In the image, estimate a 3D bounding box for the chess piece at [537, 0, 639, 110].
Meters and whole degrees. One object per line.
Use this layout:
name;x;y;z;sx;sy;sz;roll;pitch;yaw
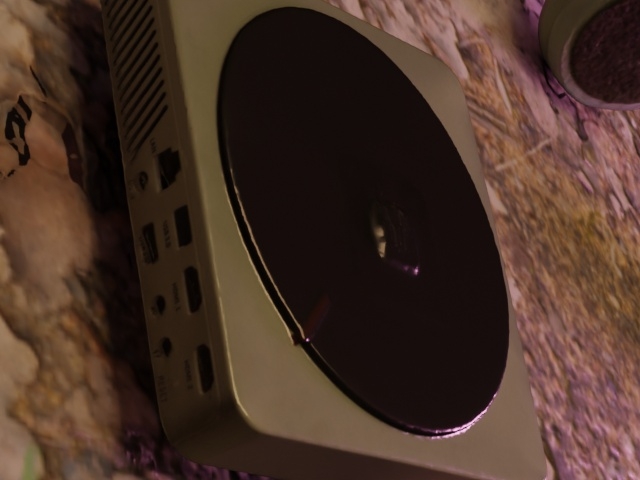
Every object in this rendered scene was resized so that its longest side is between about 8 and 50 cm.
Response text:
chess piece;0.208;-0.236;1.382;0.139;0.139;0.272;33;33;-42

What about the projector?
projector;0.000;0.000;0.921;0.259;0.079;0.257;20;52;-50
